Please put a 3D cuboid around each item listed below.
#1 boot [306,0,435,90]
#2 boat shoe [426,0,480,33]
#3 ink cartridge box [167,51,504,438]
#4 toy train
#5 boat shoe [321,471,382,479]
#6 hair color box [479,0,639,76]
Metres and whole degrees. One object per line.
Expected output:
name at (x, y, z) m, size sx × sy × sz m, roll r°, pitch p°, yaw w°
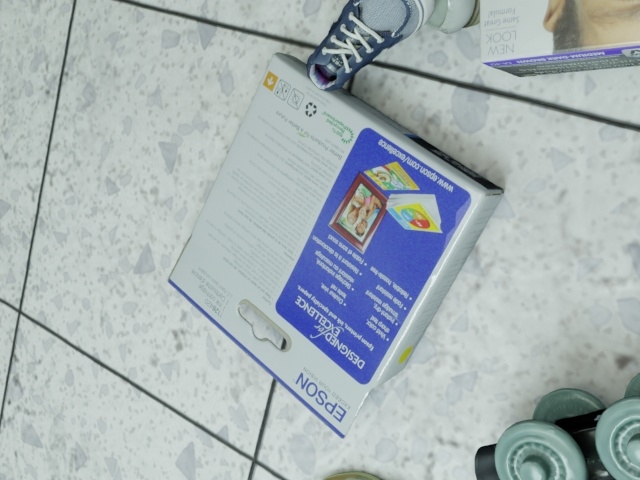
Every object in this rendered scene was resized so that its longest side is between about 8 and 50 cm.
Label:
boot at (0.042, -0.192, 0.769) m, size 0.069 × 0.190 × 0.086 m, roll 42°, pitch 80°, yaw -5°
boat shoe at (0.048, -0.310, 0.801) m, size 0.302 × 0.103 × 0.113 m, roll 58°, pitch 156°, yaw 26°
ink cartridge box at (0.000, 0.000, 0.894) m, size 0.304 × 0.072 × 0.307 m, roll 38°, pitch 114°, yaw 27°
toy train at (0.291, 0.204, 0.653) m, size 0.334 × 0.142 × 0.190 m, roll -22°, pitch 85°, yaw 32°
boat shoe at (0.052, 0.288, 0.877) m, size 0.153 × 0.048 × 0.056 m, roll 5°, pitch 94°, yaw 35°
hair color box at (0.239, -0.320, 0.686) m, size 0.185 × 0.110 × 0.338 m, roll 1°, pitch 94°, yaw 34°
